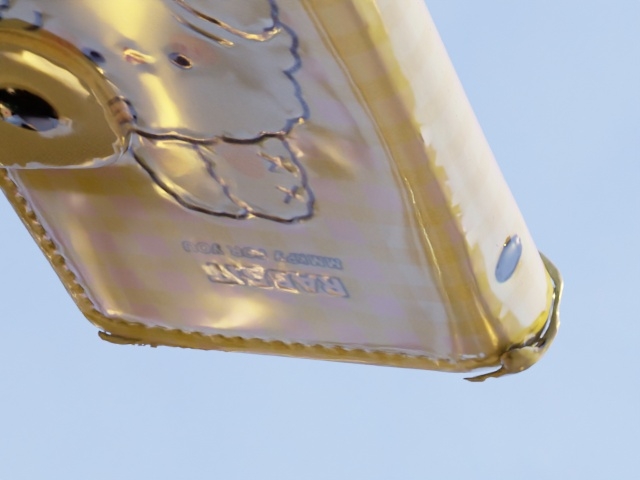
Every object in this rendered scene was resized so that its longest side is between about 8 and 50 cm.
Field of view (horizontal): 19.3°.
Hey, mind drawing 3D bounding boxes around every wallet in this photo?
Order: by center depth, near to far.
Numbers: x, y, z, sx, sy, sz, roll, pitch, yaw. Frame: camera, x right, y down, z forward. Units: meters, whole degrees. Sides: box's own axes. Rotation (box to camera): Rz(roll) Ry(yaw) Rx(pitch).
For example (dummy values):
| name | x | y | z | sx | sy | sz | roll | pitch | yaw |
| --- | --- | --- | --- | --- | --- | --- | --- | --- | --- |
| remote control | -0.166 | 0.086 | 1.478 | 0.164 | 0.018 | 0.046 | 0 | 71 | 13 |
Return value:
| name | x | y | z | sx | sy | sz | roll | pitch | yaw |
| --- | --- | --- | --- | --- | --- | --- | --- | --- | --- |
| wallet | -0.049 | -0.060 | 0.662 | 0.223 | 0.077 | 0.309 | 8 | -30 | 28 |
